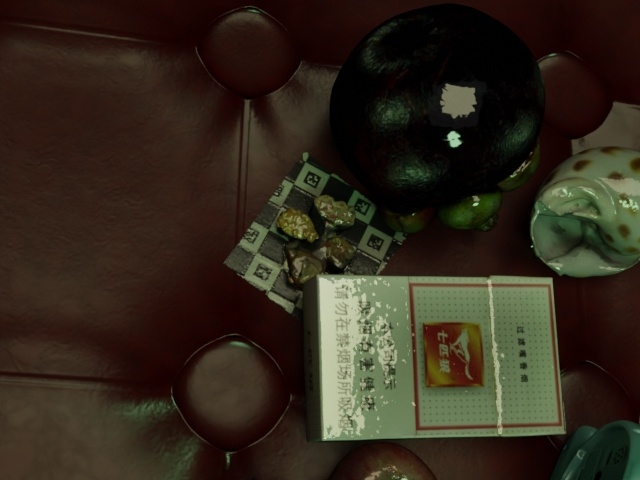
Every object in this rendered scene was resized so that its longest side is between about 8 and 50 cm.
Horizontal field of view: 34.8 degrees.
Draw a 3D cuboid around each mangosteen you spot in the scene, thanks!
[{"bbox_3d":[0.164,-0.165,1.378,0.300,0.300,0.300,4,70,-12],"label":"mangosteen"}]

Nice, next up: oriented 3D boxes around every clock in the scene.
[{"bbox_3d":[0.358,0.318,1.245,0.094,0.274,0.223,29,65,-2],"label":"clock"}]

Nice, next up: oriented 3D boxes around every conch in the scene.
[{"bbox_3d":[0.415,-0.046,1.453,0.275,0.182,0.148,14,37,-15],"label":"conch"}]

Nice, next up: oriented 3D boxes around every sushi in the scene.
[{"bbox_3d":[0.000,0.000,1.394,0.193,0.040,0.210,37,67,1],"label":"sushi"}]

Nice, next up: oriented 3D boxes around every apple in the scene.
[{"bbox_3d":[0.074,0.328,1.257,0.154,0.120,0.153,6,71,-18],"label":"apple"}]

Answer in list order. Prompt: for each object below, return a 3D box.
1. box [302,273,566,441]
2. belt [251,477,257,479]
[{"bbox_3d":[0.146,0.153,1.335,0.330,0.095,0.210,2,78,-16],"label":"box"},{"bbox_3d":[-0.065,0.384,1.222,0.142,0.082,0.190,12,70,-15],"label":"belt"}]
